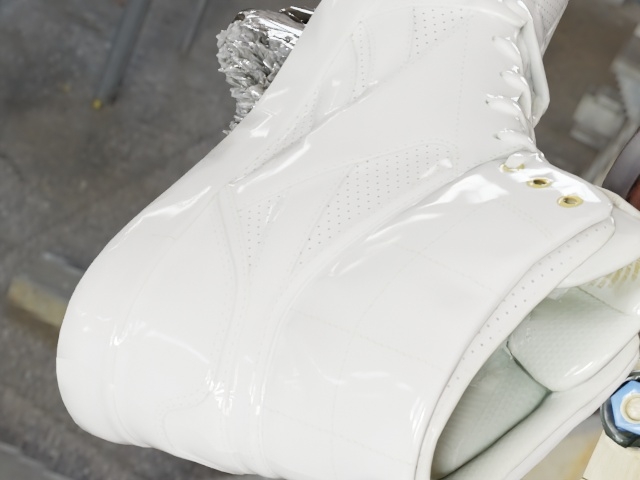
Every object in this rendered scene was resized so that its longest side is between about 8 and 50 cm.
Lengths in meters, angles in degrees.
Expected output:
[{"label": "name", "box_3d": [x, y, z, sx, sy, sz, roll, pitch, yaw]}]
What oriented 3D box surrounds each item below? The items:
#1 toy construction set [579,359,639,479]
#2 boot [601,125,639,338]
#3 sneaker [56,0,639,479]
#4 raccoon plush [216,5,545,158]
[{"label": "toy construction set", "box_3d": [0.247, 0.171, 0.993, 0.215, 0.151, 0.327, 24, 72, 20]}, {"label": "boot", "box_3d": [0.239, 0.051, 0.650, 0.280, 0.264, 0.096, 37, 68, 21]}, {"label": "sneaker", "box_3d": [0.061, -0.020, 0.605, 0.169, 0.108, 0.292, 15, 52, 33]}, {"label": "raccoon plush", "box_3d": [0.000, 0.000, 1.354, 0.216, 0.299, 0.446, 12, 19, -12]}]
